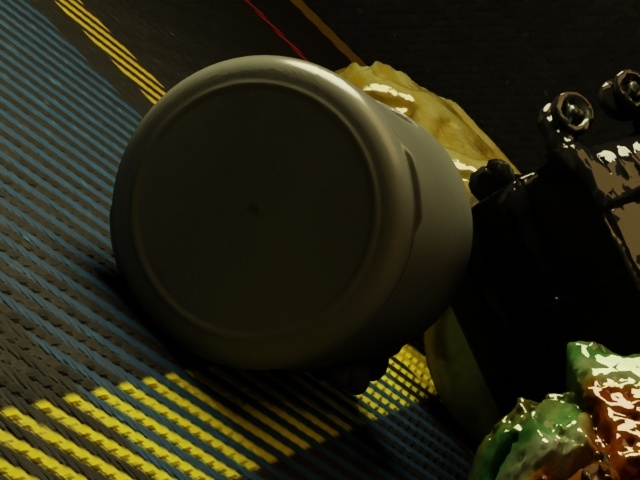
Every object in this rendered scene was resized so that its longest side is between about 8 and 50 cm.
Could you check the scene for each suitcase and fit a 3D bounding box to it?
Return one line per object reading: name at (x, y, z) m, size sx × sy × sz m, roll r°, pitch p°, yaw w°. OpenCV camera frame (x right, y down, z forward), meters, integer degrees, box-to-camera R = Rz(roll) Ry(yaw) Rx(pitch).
suitcase at (0.259, 0.106, 1.451) m, size 0.283 × 0.194 × 0.434 m, roll -36°, pitch -105°, yaw 61°

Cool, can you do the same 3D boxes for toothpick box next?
toothpick box at (0.000, 0.000, 1.351) m, size 0.229 × 0.229 × 0.316 m, roll 47°, pitch 9°, yaw 14°

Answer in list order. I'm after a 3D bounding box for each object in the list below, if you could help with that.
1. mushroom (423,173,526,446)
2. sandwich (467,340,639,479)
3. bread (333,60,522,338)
mushroom at (0.220, 0.085, 1.720) m, size 0.292 × 0.212 × 0.217 m, roll 28°, pitch 22°, yaw -6°
sandwich at (0.163, 0.233, 1.203) m, size 0.162 × 0.250 × 0.301 m, roll 1°, pitch 24°, yaw 2°
bread at (0.102, -0.033, 1.883) m, size 0.238 × 0.196 × 0.252 m, roll 28°, pitch 16°, yaw -44°
